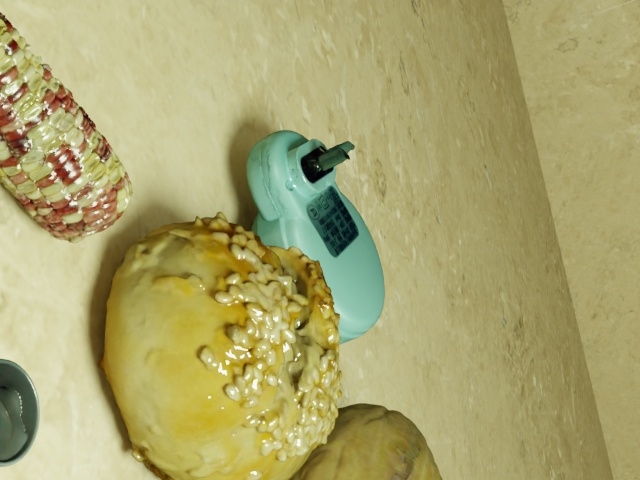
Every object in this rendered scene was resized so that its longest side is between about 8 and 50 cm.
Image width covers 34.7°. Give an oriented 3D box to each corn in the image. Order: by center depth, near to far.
[{"bbox_3d":[-0.262,-0.115,0.850,0.290,0.098,0.098,57,33,-35],"label":"corn"}]

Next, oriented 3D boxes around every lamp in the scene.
[{"bbox_3d":[-0.011,0.003,1.271,0.209,0.147,0.284,-43,127,-64],"label":"lamp"}]

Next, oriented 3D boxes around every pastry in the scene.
[{"bbox_3d":[-0.074,0.121,1.046,0.316,0.184,0.285,52,37,-46],"label":"pastry"}]

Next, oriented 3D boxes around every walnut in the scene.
[{"bbox_3d":[0.038,0.316,1.181,0.225,0.224,0.261,62,35,-33],"label":"walnut"}]

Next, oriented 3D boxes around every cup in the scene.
[{"bbox_3d":[-0.269,0.128,0.751,0.100,0.077,0.078,28,55,-60],"label":"cup"}]
